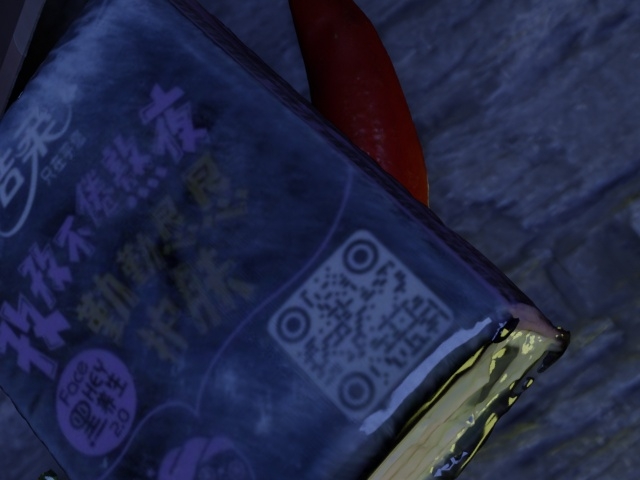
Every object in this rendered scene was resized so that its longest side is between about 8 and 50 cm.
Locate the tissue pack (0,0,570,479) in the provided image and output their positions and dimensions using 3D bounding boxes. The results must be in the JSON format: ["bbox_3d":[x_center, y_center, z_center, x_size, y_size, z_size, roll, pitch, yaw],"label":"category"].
[{"bbox_3d":[-0.072,0.029,0.705,0.361,0.122,0.259,43,98,30],"label":"tissue pack"}]

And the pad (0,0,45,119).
[{"bbox_3d":[-0.246,-0.174,0.767,0.002,0.266,0.176,-29,79,-37],"label":"pad"}]

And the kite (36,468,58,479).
[{"bbox_3d":[-0.152,0.224,0.765,0.183,0.010,0.160,-18,73,-25],"label":"kite"}]

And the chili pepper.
[{"bbox_3d":[0.007,-0.004,0.790,0.137,0.092,0.368,6,77,27],"label":"chili pepper"}]
